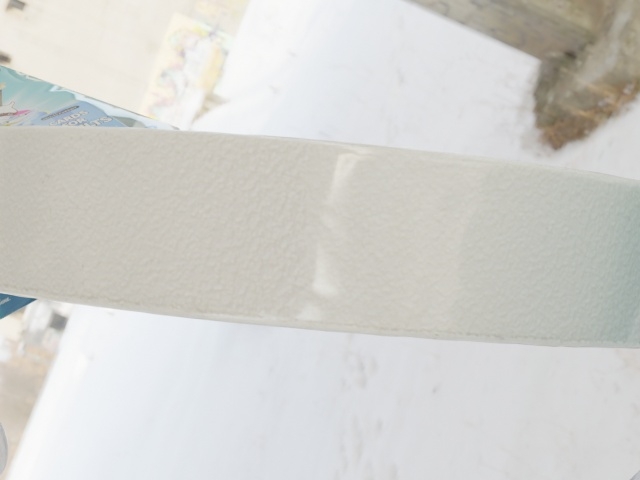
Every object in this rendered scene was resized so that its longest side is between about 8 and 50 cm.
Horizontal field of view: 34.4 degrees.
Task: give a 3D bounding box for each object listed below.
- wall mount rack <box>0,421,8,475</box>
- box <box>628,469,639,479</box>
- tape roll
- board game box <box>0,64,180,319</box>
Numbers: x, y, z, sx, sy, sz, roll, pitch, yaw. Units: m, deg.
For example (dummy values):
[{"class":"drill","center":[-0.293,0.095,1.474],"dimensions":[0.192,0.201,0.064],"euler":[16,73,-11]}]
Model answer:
[{"class":"wall mount rack","center":[-0.316,0.241,0.635],"dimensions":[0.350,0.304,0.130],"euler":[-30,29,17]},{"class":"box","center":[0.362,0.457,1.059],"dimensions":[0.343,0.312,0.179],"euler":[-40,-6,-15]},{"class":"tape roll","center":[0.000,0.000,0.549],"dimensions":[0.392,0.392,0.072],"euler":[-177,93,-78]},{"class":"board game box","center":[-0.303,-0.047,0.843],"dimensions":[0.253,0.336,0.079],"euler":[-32,-53,-33]}]
